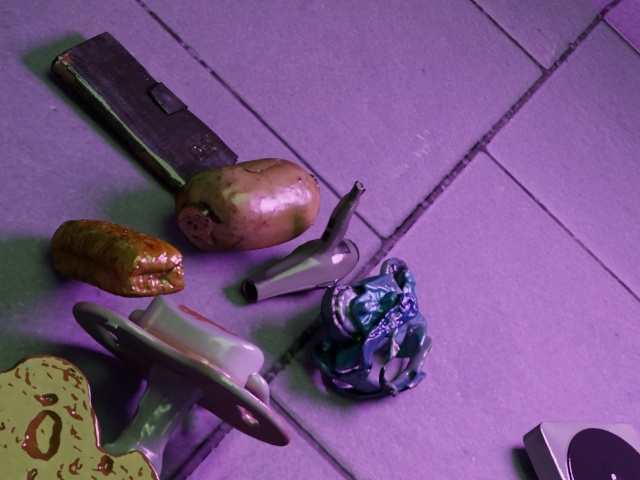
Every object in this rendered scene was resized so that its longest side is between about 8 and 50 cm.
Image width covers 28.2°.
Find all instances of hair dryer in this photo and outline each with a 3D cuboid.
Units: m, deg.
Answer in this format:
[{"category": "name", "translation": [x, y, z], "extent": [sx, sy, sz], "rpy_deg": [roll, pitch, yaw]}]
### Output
[{"category": "hair dryer", "translation": [-0.025, 0.022, 1.993], "extent": [0.219, 0.225, 0.088], "rpy_deg": [-33, 67, -21]}]

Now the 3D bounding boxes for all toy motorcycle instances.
[{"category": "toy motorcycle", "translation": [0.094, 0.144, 2.021], "extent": [0.260, 0.154, 0.206], "rpy_deg": [-20, 92, -54]}]

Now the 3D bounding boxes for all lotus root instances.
[{"category": "lotus root", "translation": [-0.104, -0.056, 2.011], "extent": [0.160, 0.146, 0.284], "rpy_deg": [19, 25, 35]}]

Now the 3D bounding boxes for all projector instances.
[{"category": "projector", "translation": [0.476, 0.430, 2.128], "extent": [0.257, 0.079, 0.259], "rpy_deg": [7, 49, -38]}]

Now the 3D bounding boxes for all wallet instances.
[{"category": "wallet", "translation": [-0.284, -0.206, 2.085], "extent": [0.317, 0.044, 0.169], "rpy_deg": [44, 35, 0]}]

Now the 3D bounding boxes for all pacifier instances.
[{"category": "pacifier", "translation": [-0.191, 0.191, 1.637], "extent": [0.332, 0.220, 0.273], "rpy_deg": [27, 35, 14]}]

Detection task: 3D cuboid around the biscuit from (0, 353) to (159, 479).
[{"category": "biscuit", "translation": [-0.330, 0.301, 1.406], "extent": [0.312, 0.057, 0.351], "rpy_deg": [37, 51, -9]}]

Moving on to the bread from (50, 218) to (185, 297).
[{"category": "bread", "translation": [-0.280, 0.023, 1.750], "extent": [0.114, 0.083, 0.211], "rpy_deg": [-1, 12, -44]}]
